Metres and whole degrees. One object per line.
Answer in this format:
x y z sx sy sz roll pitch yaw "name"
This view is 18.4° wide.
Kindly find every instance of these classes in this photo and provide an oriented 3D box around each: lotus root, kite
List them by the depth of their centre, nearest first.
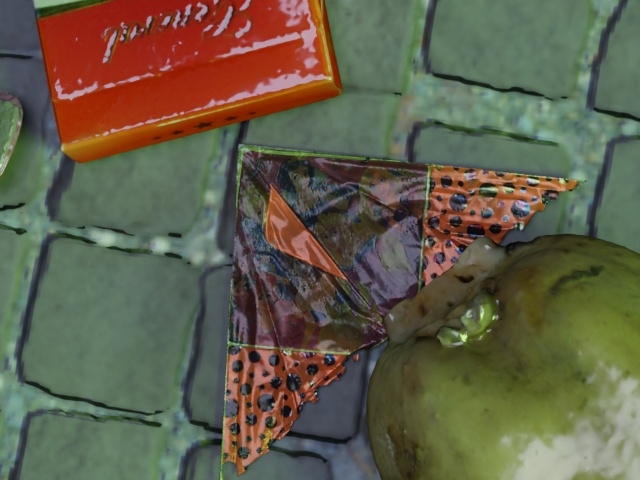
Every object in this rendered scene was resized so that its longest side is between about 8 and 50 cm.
0.137 0.119 0.807 0.160 0.146 0.284 -45 79 21 "lotus root"
0.000 0.000 0.918 0.222 0.008 0.125 -40 77 4 "kite"

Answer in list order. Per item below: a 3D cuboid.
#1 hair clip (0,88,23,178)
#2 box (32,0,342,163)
-0.208 -0.061 0.960 0.137 0.022 0.054 15 85 13 "hair clip"
-0.080 -0.170 0.942 0.139 0.035 0.245 -15 80 8 "box"
